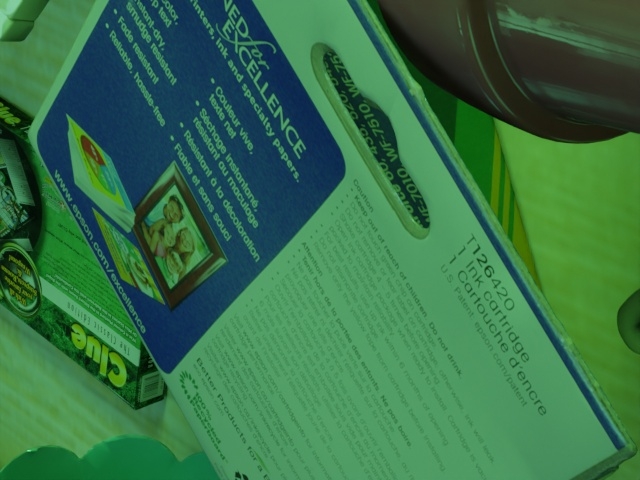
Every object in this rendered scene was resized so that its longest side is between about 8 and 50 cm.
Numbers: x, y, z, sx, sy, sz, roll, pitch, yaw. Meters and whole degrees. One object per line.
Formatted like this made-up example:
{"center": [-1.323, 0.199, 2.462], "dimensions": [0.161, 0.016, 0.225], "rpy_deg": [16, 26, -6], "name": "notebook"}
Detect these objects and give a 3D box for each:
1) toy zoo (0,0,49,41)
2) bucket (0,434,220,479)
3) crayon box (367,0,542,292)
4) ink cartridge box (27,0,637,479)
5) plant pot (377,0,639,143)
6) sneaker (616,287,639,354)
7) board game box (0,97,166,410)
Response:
{"center": [-0.179, -0.244, 0.934], "dimensions": [0.192, 0.030, 0.293], "rpy_deg": [41, 107, 10], "name": "toy zoo"}
{"center": [-0.111, 0.267, 0.994], "dimensions": [0.281, 0.281, 0.183], "rpy_deg": [45, 141, 28], "name": "bucket"}
{"center": [0.009, 0.013, 0.901], "dimensions": [0.202, 0.081, 0.319], "rpy_deg": [-8, 100, 49], "name": "crayon box"}
{"center": [0.000, 0.000, 0.764], "dimensions": [0.304, 0.072, 0.307], "rpy_deg": [60, 146, 11], "name": "ink cartridge box"}
{"center": [0.146, -0.112, 0.612], "dimensions": [0.180, 0.201, 0.201], "rpy_deg": [32, 126, 40], "name": "plant pot"}
{"center": [0.199, 0.018, 0.698], "dimensions": [0.190, 0.083, 0.071], "rpy_deg": [-25, 83, 48], "name": "sneaker"}
{"center": [-0.187, -0.008, 1.158], "dimensions": [0.259, 0.030, 0.136], "rpy_deg": [33, 124, 37], "name": "board game box"}
